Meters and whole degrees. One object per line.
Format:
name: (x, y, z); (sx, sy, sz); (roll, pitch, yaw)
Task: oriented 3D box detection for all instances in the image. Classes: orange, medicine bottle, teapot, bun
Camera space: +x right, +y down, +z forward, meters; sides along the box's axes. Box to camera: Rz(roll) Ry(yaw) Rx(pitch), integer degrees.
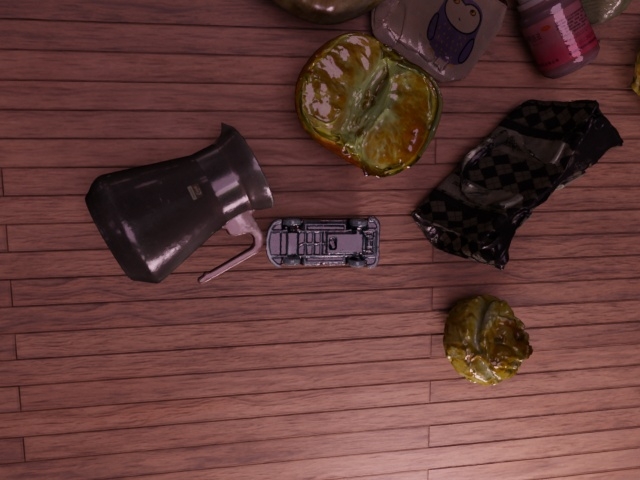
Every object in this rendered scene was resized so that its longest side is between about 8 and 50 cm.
orange: (0.107, -0.304, 1.362); (0.335, 0.196, 0.262); (25, 108, -9)
medicine bottle: (0.549, -0.519, 1.440); (0.147, 0.147, 0.247); (-33, 102, -5)
teapot: (-0.283, -0.060, 1.302); (0.344, 0.253, 0.300); (-29, 104, -10)
bun: (0.649, -0.629, 1.442); (0.126, 0.204, 0.212); (-47, 141, -25)

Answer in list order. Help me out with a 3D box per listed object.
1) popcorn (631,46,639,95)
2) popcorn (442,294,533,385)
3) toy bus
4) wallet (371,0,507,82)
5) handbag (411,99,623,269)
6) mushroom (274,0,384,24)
popcorn: (0.907, -0.420, 1.480); (0.224, 0.270, 0.258); (-39, 59, -7)
popcorn: (0.404, 0.247, 1.510); (0.204, 0.184, 0.221); (-20, 88, -20)
toy bus: (0.000, 0.000, 1.422); (0.265, 0.120, 0.121); (-1, 98, -11)
wallet: (0.269, -0.534, 1.422); (0.335, 0.068, 0.275); (26, 91, -15)
handbag: (0.441, -0.128, 1.388); (0.416, 0.317, 0.180); (-44, 110, -2)
mushroom: (0.016, -0.625, 1.262); (0.352, 0.260, 0.352); (-3, 107, -9)
